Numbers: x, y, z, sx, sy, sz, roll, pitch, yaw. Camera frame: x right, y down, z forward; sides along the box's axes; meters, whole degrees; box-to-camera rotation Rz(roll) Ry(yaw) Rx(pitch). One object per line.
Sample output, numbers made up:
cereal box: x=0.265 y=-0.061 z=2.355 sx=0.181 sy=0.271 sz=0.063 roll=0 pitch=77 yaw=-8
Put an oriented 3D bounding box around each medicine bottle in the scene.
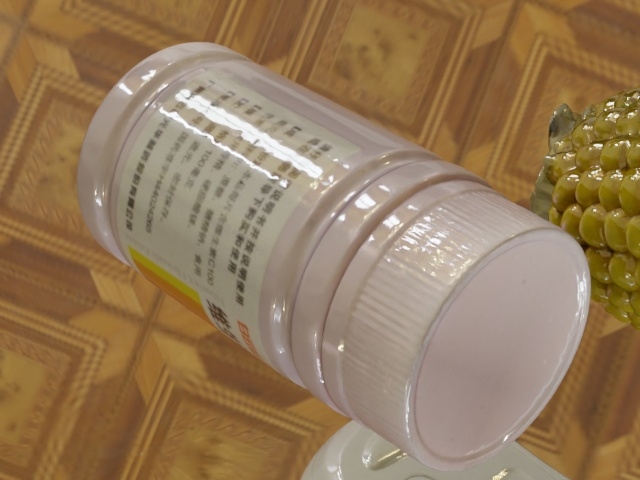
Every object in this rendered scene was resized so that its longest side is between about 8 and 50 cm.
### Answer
medicine bottle: x=0.000 y=0.000 z=0.775 sx=0.249 sy=0.133 sz=0.133 roll=30 pitch=77 yaw=38

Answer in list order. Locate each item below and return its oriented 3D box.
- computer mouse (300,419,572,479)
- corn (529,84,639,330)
computer mouse: x=0.113 y=0.229 z=1.030 sx=0.297 sy=0.121 sz=0.184 roll=35 pitch=40 yaw=25
corn: x=0.267 y=-0.001 z=0.716 sx=0.144 sy=0.387 sz=0.144 roll=-12 pitch=108 yaw=-44
